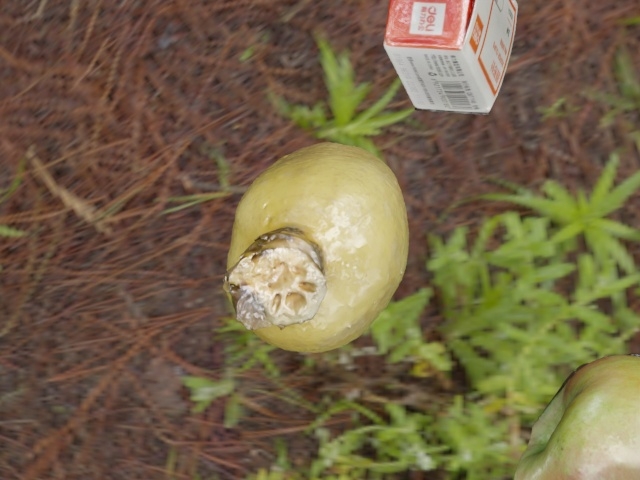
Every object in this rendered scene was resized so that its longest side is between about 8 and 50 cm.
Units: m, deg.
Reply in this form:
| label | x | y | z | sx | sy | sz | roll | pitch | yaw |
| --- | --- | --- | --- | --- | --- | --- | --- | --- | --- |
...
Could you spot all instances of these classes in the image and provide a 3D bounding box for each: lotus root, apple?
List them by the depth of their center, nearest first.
| label | x | y | z | sx | sy | sz | roll | pitch | yaw |
| --- | --- | --- | --- | --- | --- | --- | --- | --- | --- |
| lotus root | 0.002 | 0.003 | 1.402 | 0.130 | 0.303 | 0.146 | 10 | 104 | 4 |
| apple | 0.280 | 0.210 | 1.656 | 0.188 | 0.174 | 0.207 | 39 | 66 | -6 |

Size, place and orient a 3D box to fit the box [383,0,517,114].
| label | x | y | z | sx | sy | sz | roll | pitch | yaw |
| --- | --- | --- | --- | --- | --- | --- | --- | --- | --- |
| box | 0.134 | -0.222 | 1.911 | 0.099 | 0.182 | 0.133 | 6 | 73 | 17 |
